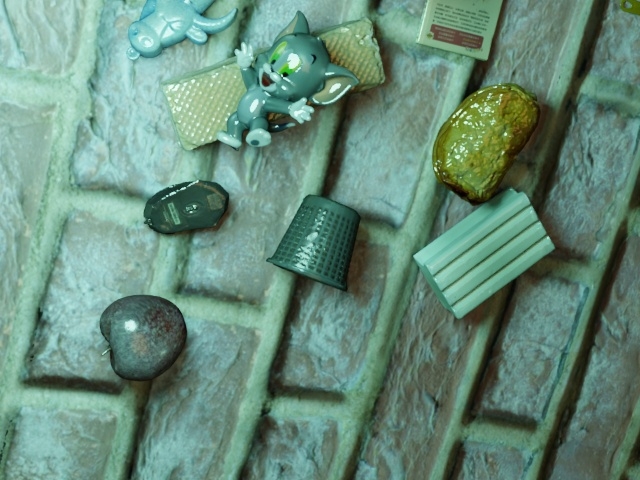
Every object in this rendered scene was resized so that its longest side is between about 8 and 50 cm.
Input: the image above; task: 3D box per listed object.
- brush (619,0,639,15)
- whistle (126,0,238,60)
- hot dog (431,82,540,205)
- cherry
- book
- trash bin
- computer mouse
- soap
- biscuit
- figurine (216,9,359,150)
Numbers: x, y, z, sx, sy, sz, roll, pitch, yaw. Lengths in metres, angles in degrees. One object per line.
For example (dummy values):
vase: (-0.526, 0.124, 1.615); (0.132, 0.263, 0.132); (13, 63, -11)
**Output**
brush: (0.731, -0.488, 2.106); (0.205, 0.011, 0.083); (10, 103, -20)
whistle: (-0.252, -0.424, 1.758); (0.180, 0.093, 0.269); (42, 88, 2)
hot dog: (0.339, -0.206, 2.006); (0.175, 0.114, 0.259); (35, 91, -19)
cherry: (-0.339, 0.188, 1.878); (0.176, 0.140, 0.176); (-1, 92, -24)
book: (0.292, -0.491, 1.954); (0.162, 0.022, 0.232); (10, 102, -18)
trash bin: (0.000, 0.000, 1.934); (0.175, 0.175, 0.161); (24, 84, -23)
computer mouse: (-0.259, -0.067, 1.879); (0.172, 0.057, 0.099); (-17, 112, -1)
soap: (0.350, 0.025, 2.085); (0.265, 0.087, 0.160); (-36, 113, -5)
biscuit: (-0.085, -0.303, 1.854); (0.426, 0.078, 0.144); (-20, 109, -13)
figurine: (-0.070, -0.257, 1.754); (0.140, 0.193, 0.265); (-7, 134, -53)
